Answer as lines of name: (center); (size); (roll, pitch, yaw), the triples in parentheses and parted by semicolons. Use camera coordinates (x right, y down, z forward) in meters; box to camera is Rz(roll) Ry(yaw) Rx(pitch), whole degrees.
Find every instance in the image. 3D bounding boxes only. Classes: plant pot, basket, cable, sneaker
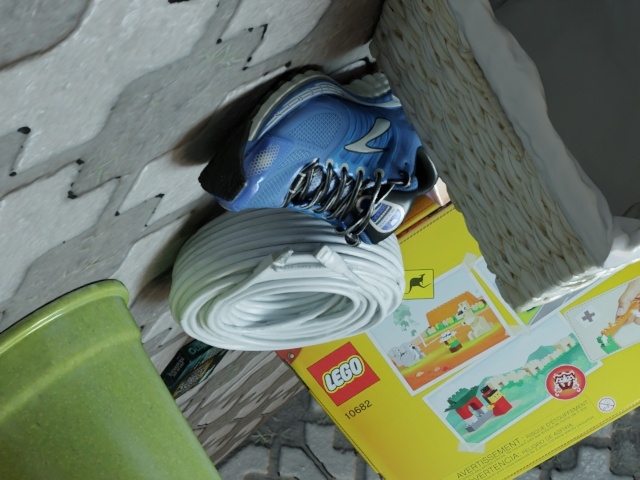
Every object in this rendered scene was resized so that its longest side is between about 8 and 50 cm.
plant pot: (-0.228, 0.224, 1.300); (0.276, 0.254, 0.276); (-38, 170, -8)
basket: (0.261, -0.156, 1.136); (0.331, 0.328, 0.266); (-25, 171, -14)
cable: (-0.038, 0.043, 1.421); (0.257, 0.089, 0.257); (-22, 153, 30)
sneaker: (0.021, -0.071, 1.229); (0.130, 0.147, 0.330); (-47, 164, 32)

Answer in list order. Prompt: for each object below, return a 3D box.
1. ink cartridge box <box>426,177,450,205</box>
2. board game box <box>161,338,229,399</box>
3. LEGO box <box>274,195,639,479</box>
ink cartridge box: (0.152, -0.146, 1.429); (0.145, 0.045, 0.179); (-37, 136, -13)
board game box: (-0.186, 0.184, 1.945); (0.126, 0.026, 0.186); (-32, 167, -41)
LEGO box: (0.221, 0.074, 1.664); (0.500, 0.372, 0.193); (-33, -162, 15)
